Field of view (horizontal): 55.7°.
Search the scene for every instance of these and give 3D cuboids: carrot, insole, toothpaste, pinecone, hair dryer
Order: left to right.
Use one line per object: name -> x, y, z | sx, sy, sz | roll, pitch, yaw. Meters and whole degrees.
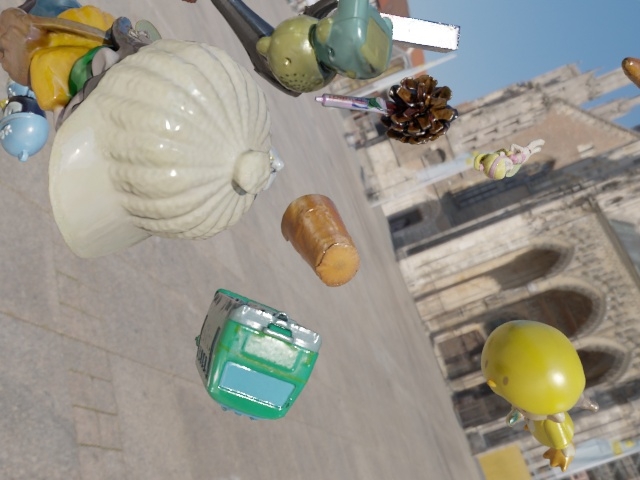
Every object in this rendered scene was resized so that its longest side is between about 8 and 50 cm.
insole -> -0.443, -0.509, 1.633 | 0.188, 0.064, 0.004 | 66, 6, -48
hair dryer -> -0.052, -0.523, 1.372 | 0.304, 0.359, 0.120 | 50, 33, -13
carrot -> 0.000, 0.000, 1.815 | 0.196, 0.195, 0.254 | 64, -2, -36
toothpaste -> 0.068, -0.299, 1.317 | 0.028, 0.169, 0.045 | 122, -37, -53
toothpaste -> 0.189, -0.531, 1.532 | 0.076, 0.320, 0.066 | -138, -127, -75
pinecone -> 0.277, -0.374, 1.731 | 0.201, 0.228, 0.203 | 20, 77, -55
carrot -> 0.525, -0.222, 0.922 | 0.247, 0.043, 0.043 | 19, 40, -35

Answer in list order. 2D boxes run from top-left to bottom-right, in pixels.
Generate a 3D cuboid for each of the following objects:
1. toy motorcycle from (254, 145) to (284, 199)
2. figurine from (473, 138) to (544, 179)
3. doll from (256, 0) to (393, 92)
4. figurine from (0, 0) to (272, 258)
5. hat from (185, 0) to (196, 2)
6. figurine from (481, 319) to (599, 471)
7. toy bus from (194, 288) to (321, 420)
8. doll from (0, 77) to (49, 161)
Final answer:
toy motorcycle -> -0.164, -0.202, 1.491 | 0.074, 0.151, 0.229 | -52, 138, -66
figurine -> 0.453, -0.199, 1.453 | 0.083, 0.187, 0.083 | 53, -21, 30
doll -> 0.009, -0.402, 1.276 | 0.177, 0.260, 0.162 | 20, 72, -55
figurine -> -0.174, -0.140, 0.575 | 0.332, 0.204, 0.185 | 60, 8, 30
hat -> -0.320, -0.666, 1.452 | 0.112, 0.093, 0.163 | -7, 106, -64
figurine -> 0.449, 0.316, 1.259 | 0.215, 0.187, 0.344 | 37, -21, 51
toy bus -> -0.139, 0.216, 1.182 | 0.200, 0.183, 0.343 | -69, -166, -6
doll -> -0.932, -0.384, 1.893 | 0.141, 0.177, 0.314 | 14, 56, -52
